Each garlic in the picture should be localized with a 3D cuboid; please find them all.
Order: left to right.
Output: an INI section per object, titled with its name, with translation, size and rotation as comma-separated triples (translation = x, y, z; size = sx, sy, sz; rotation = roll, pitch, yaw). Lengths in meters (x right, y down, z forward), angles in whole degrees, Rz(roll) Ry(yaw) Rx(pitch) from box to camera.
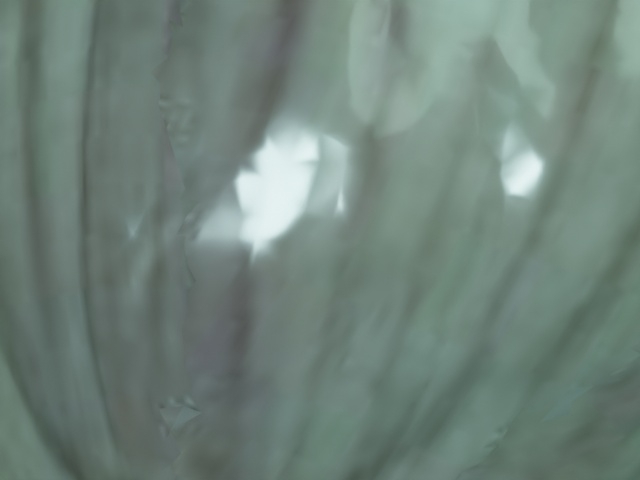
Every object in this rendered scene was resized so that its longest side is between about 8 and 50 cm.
[garlic]
translation = 0.000, 0.000, 0.477
size = 0.317, 0.317, 0.259
rotation = 24, 53, -18
